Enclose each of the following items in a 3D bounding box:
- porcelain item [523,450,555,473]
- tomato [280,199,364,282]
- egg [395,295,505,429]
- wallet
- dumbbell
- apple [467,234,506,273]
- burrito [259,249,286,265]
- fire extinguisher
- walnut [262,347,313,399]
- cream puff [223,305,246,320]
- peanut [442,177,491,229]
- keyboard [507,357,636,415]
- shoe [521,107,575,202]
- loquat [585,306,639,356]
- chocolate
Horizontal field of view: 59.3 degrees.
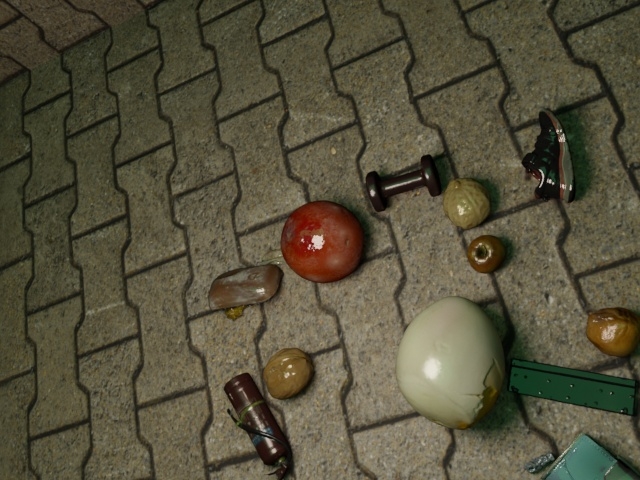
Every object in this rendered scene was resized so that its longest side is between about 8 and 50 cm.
[{"bbox_3d":[0.567,0.577,1.462,0.083,0.036,0.028,-28,33,6],"label":"porcelain item"},{"bbox_3d":[0.000,0.000,1.764,0.265,0.265,0.265,-7,71,20],"label":"tomato"},{"bbox_3d":[0.347,0.318,1.503,0.283,0.283,0.345,7,64,24],"label":"egg"},{"bbox_3d":[0.699,0.613,1.373,0.250,0.075,0.176,41,95,27],"label":"wallet"},{"bbox_3d":[0.262,-0.180,1.775,0.225,0.140,0.124,-15,111,18],"label":"dumbbell"},{"bbox_3d":[0.487,0.041,1.635,0.099,0.102,0.114,9,84,37],"label":"apple"},{"bbox_3d":[-0.136,0.056,1.916,0.149,0.041,0.055,-10,47,23],"label":"burrito"},{"bbox_3d":[-0.192,0.584,1.735,0.141,0.105,0.341,-46,61,20],"label":"fire extinguisher"},{"bbox_3d":[-0.099,0.408,1.734,0.166,0.149,0.166,-37,34,31],"label":"walnut"},{"bbox_3d":[-0.293,0.226,1.914,0.083,0.058,0.083,-25,65,11],"label":"cream puff"},{"bbox_3d":[0.439,-0.117,1.697,0.140,0.109,0.159,-30,68,-5],"label":"peanut"},{"bbox_3d":[0.662,0.383,1.494,0.310,0.018,0.101,6,77,24],"label":"keyboard"},{"bbox_3d":[0.663,-0.241,1.653,0.137,0.114,0.291,-10,73,25],"label":"shoe"},{"bbox_3d":[0.759,0.235,1.458,0.137,0.113,0.137,2,93,40],"label":"loquat"},{"bbox_3d":[-0.263,0.143,1.881,0.261,0.083,0.161,-13,36,16],"label":"chocolate"}]
